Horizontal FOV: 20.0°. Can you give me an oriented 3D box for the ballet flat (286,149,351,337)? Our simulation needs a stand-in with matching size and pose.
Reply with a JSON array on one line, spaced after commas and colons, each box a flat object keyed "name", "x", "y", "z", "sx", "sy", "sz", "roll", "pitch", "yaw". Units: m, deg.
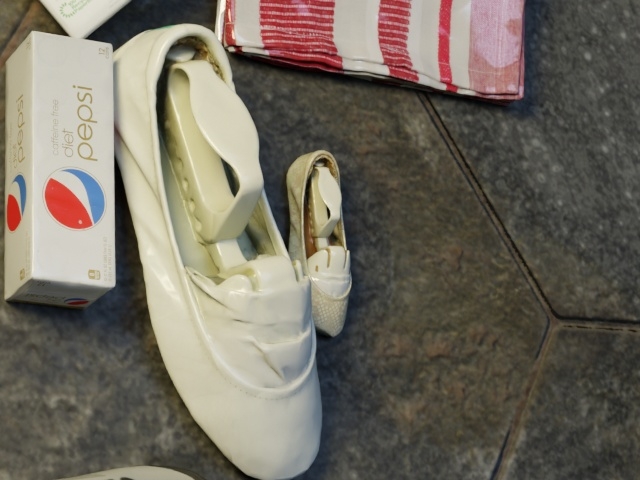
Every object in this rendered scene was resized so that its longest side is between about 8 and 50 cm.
[{"name": "ballet flat", "x": 0.000, "y": 0.000, "z": 1.597, "sx": 0.057, "sy": 0.052, "sz": 0.168, "roll": 0, "pitch": 72, "yaw": -31}]

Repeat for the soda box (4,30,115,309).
[{"name": "soda box", "x": -0.214, "y": -0.057, "z": 1.482, "sx": 0.074, "sy": 0.069, "sz": 0.216, "roll": 8, "pitch": 68, "yaw": -28}]

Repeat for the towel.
[{"name": "towel", "x": 0.060, "y": -0.266, "z": 1.711, "sx": 0.329, "sy": 0.037, "sz": 0.237, "roll": 7, "pitch": 81, "yaw": -28}]

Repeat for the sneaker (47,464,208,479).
[{"name": "sneaker", "x": -0.191, "y": 0.225, "z": 1.368, "sx": 0.271, "sy": 0.108, "sz": 0.100, "roll": -7, "pitch": 74, "yaw": -34}]

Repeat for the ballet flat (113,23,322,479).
[{"name": "ballet flat", "x": -0.080, "y": 0.002, "z": 1.502, "sx": 0.139, "sy": 0.139, "sz": 0.400, "roll": -13, "pitch": 80, "yaw": -34}]

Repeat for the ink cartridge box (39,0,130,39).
[{"name": "ink cartridge box", "x": -0.195, "y": -0.320, "z": 1.548, "sx": 0.223, "sy": 0.045, "sz": 0.224, "roll": -39, "pitch": 97, "yaw": -6}]
